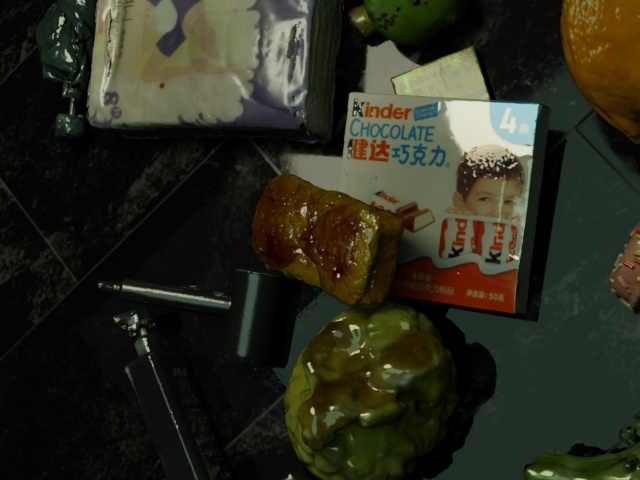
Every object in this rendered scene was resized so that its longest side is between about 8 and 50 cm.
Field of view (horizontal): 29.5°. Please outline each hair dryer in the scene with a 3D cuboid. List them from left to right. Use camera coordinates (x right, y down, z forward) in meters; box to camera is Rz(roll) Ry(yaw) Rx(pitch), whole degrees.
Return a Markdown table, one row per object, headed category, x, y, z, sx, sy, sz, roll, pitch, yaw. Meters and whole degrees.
| category | x | y | z | sx | sy | sz | roll | pitch | yaw |
| --- | --- | --- | --- | --- | --- | --- | --- | --- | --- |
| hair dryer | -0.182 | 0.096 | 1.658 | 0.255 | 0.070 | 0.128 | 7 | 86 | 7 |

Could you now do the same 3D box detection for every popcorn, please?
| category | x | y | z | sx | sy | sz | roll | pitch | yaw |
| --- | --- | --- | --- | --- | --- | --- | --- | --- | --- |
| popcorn | 0.055 | 0.191 | 1.492 | 0.206 | 0.251 | 0.237 | 45 | 102 | 13 |

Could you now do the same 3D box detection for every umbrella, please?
| category | x | y | z | sx | sy | sz | roll | pitch | yaw |
| --- | --- | --- | --- | --- | --- | --- | --- | --- | --- |
| umbrella | -0.363 | -0.320 | 1.768 | 0.094 | 0.143 | 0.349 | 5 | 87 | -3 |

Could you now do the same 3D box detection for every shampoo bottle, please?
| category | x | y | z | sx | sy | sz | roll | pitch | yaw |
| --- | --- | --- | --- | --- | --- | --- | --- | --- | --- |
| shampoo bottle | -0.197 | 0.234 | 1.652 | 0.071 | 0.098 | 0.310 | -28 | 74 | 19 |

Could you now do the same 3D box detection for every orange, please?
| category | x | y | z | sx | sy | sz | roll | pitch | yaw |
| --- | --- | --- | --- | --- | --- | --- | --- | --- | --- |
| orange | 0.436 | -0.241 | 1.369 | 0.340 | 0.340 | 0.293 | 20 | 91 | 21 |

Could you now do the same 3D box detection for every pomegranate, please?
| category | x | y | z | sx | sy | sz | roll | pitch | yaw |
| --- | --- | --- | --- | --- | --- | --- | --- | --- | --- |
| pomegranate | 0.107 | -0.329 | 1.608 | 0.169 | 0.122 | 0.143 | -16 | 80 | 15 |

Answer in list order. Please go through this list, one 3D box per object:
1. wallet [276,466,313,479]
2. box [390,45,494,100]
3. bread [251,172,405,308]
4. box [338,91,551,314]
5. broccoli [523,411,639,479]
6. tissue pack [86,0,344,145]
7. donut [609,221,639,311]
| category | x | y | z | sx | sy | sz | roll | pitch | yaw |
| --- | --- | --- | --- | --- | --- | --- | --- | --- | --- |
| wallet | -0.020 | 0.437 | 1.591 | 0.182 | 0.049 | 0.229 | -45 | 73 | 5 |
| box | 0.178 | -0.146 | 1.609 | 0.121 | 0.030 | 0.193 | -20 | 76 | 16 |
| bread | 0.001 | 0.000 | 1.555 | 0.271 | 0.077 | 0.139 | 27 | 103 | 55 |
| box | 0.147 | -0.053 | 1.562 | 0.273 | 0.048 | 0.265 | 6 | 90 | 31 |
| broccoli | 0.356 | 0.321 | 1.386 | 0.245 | 0.248 | 0.288 | 18 | 45 | 27 |
| tissue pack | -0.149 | -0.262 | 1.687 | 0.343 | 0.125 | 0.242 | 3 | 85 | 22 |
| donut | 0.404 | 0.006 | 1.464 | 0.065 | 0.117 | 0.166 | 28 | 92 | 16 |
